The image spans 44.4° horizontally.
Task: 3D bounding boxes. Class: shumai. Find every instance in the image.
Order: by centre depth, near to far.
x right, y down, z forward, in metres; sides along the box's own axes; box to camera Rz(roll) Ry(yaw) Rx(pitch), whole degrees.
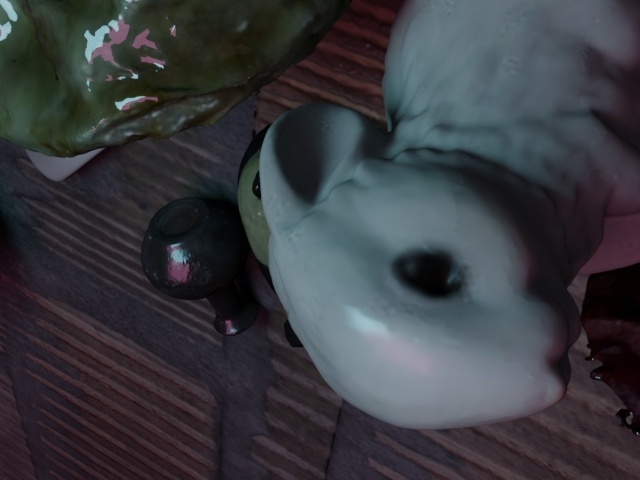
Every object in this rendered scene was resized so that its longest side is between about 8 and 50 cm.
[{"bbox_3d":[-0.132,-0.238,0.459,0.309,0.304,0.263,41,163,41],"label":"shumai"}]

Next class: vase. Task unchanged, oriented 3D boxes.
[{"bbox_3d":[-0.124,0.037,0.885,0.120,0.120,0.182,12,146,29],"label":"vase"}]

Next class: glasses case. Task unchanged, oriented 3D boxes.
[{"bbox_3d":[-0.284,-0.124,0.906,0.193,0.049,0.074,-23,108,46],"label":"glasses case"}]

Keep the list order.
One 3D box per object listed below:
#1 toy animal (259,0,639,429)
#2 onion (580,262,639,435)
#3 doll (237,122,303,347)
[{"bbox_3d":[0.085,-0.053,0.464,0.258,0.357,0.193,32,139,14],"label":"toy animal"},{"bbox_3d":[0.327,0.078,0.472,0.314,0.280,0.146,32,123,10],"label":"onion"},{"bbox_3d":[-0.002,-0.002,0.739,0.144,0.135,0.234,11,134,33],"label":"doll"}]
